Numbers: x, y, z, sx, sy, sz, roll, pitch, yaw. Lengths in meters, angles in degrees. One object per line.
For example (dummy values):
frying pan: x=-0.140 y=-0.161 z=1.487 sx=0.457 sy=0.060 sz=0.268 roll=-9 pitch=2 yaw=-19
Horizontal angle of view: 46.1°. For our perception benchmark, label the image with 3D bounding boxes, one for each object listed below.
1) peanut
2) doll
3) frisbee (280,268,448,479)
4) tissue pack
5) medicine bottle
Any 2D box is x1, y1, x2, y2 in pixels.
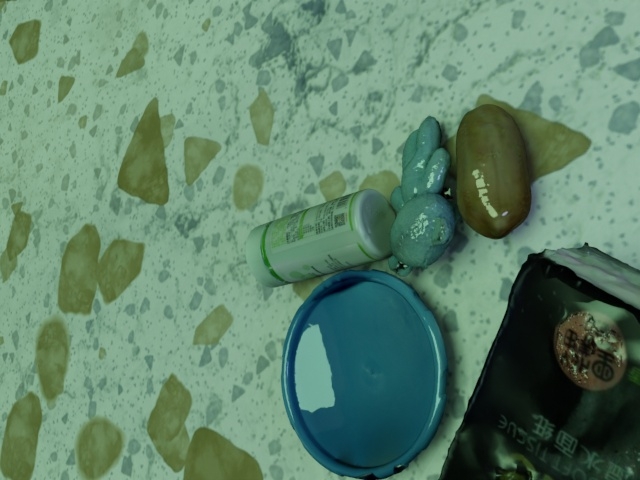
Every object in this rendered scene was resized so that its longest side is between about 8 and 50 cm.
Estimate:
peanut: x=0.179 y=-0.074 z=0.790 sx=0.076 sy=0.076 sz=0.152 roll=-17 pitch=66 yaw=38
doll: x=0.124 y=-0.049 z=0.846 sx=0.120 sy=0.075 sz=0.180 roll=128 pitch=159 yaw=-59
frisbee: x=0.050 y=0.154 z=0.878 sx=0.242 sy=0.045 sz=0.242 roll=-9 pitch=77 yaw=39
tissue pack: x=0.232 y=0.196 z=0.620 sx=0.245 sy=0.123 sz=0.332 roll=36 pitch=121 yaw=42
medicine bottle: x=0.000 y=0.000 z=0.924 sx=0.183 sy=0.086 sz=0.086 roll=-16 pitch=72 yaw=38
